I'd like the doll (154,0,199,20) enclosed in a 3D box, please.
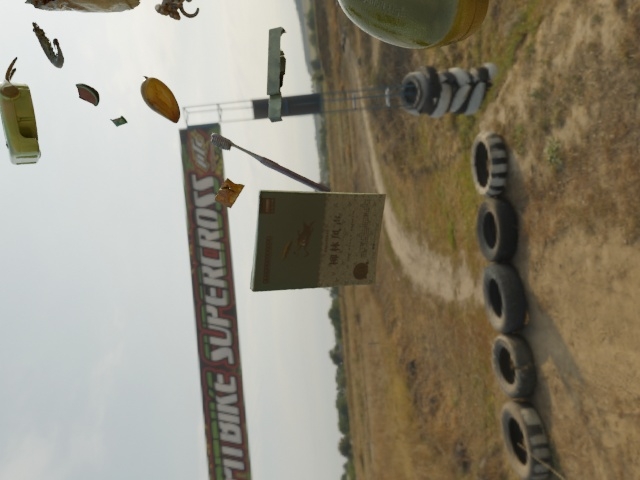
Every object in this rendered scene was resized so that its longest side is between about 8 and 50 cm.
[{"bbox_3d":[-0.440,-0.843,1.674,0.119,0.154,0.278,60,137,36],"label":"doll"}]

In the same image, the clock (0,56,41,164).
[{"bbox_3d":[-0.702,-0.298,1.214,0.170,0.069,0.232,-5,95,61],"label":"clock"}]

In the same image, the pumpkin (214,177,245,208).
[{"bbox_3d":[-0.318,-0.164,1.827,0.101,0.073,0.035,-60,9,9],"label":"pumpkin"}]

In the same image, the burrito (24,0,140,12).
[{"bbox_3d":[-0.786,-0.818,1.780,0.392,0.117,0.076,-24,-75,-46],"label":"burrito"}]

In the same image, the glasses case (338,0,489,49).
[{"bbox_3d":[0.180,-0.535,1.170,0.371,0.141,0.173,38,138,32],"label":"glasses case"}]

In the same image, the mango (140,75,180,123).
[{"bbox_3d":[-0.556,-0.490,1.825,0.187,0.101,0.066,49,157,-26],"label":"mango"}]

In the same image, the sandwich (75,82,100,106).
[{"bbox_3d":[-0.867,-0.549,1.956,0.101,0.069,0.026,26,-135,-34],"label":"sandwich"}]

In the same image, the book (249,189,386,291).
[{"bbox_3d":[0.000,0.000,1.384,0.031,0.378,0.265,26,114,58],"label":"book"}]

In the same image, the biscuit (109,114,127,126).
[{"bbox_3d":[-0.874,-0.517,2.279,0.046,0.089,0.016,56,-138,-36],"label":"biscuit"}]

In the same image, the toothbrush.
[{"bbox_3d":[-0.125,-0.193,1.382,0.024,0.353,0.029,-40,35,46],"label":"toothbrush"}]

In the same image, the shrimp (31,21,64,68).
[{"bbox_3d":[-0.946,-0.689,1.824,0.124,0.034,0.178,-8,110,50],"label":"shrimp"}]

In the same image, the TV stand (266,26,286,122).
[{"bbox_3d":[-0.106,-0.404,1.269,0.042,0.036,0.250,40,-132,-67],"label":"TV stand"}]
